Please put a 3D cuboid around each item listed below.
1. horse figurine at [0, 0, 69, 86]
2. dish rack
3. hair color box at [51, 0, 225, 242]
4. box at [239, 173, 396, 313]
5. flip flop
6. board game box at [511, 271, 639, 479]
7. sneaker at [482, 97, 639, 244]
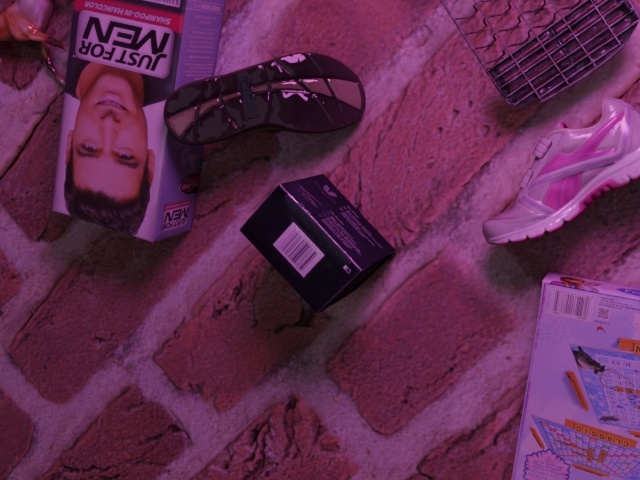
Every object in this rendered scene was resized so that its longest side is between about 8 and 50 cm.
[{"bbox_3d":[-0.422,-0.361,1.339,0.174,0.066,0.263,35,113,7],"label":"horse figurine"},{"bbox_3d":[0.251,-0.313,1.066,0.208,0.074,0.271,-34,88,25],"label":"dish rack"},{"bbox_3d":[-0.270,-0.205,1.277,0.185,0.113,0.374,16,106,19],"label":"hair color box"},{"bbox_3d":[0.000,0.000,1.177,0.156,0.158,0.093,47,112,9],"label":"box"},{"bbox_3d":[-0.077,-0.188,1.199,0.277,0.080,0.112,-11,93,2],"label":"flip flop"},{"bbox_3d":[0.419,0.225,1.095,0.318,0.066,0.318,11,104,20],"label":"board game box"},{"bbox_3d":[0.302,-0.084,1.076,0.252,0.103,0.111,-35,82,18],"label":"sneaker"}]
